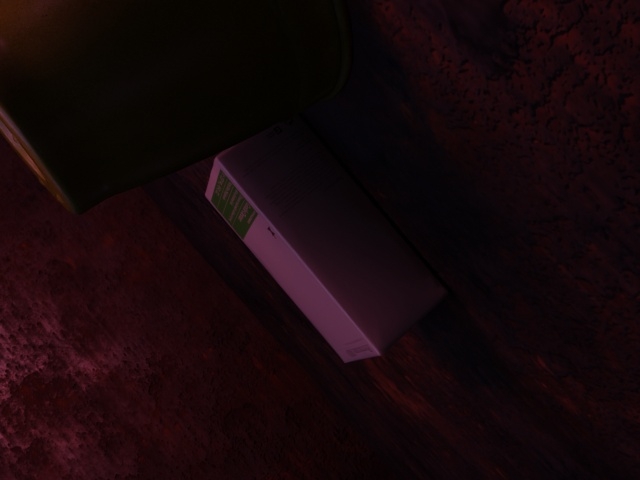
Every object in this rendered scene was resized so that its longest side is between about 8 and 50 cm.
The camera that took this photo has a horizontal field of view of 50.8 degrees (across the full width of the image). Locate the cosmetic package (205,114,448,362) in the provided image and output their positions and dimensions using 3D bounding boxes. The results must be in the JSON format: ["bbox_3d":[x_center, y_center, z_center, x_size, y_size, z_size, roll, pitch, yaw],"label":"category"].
[{"bbox_3d":[0.000,0.000,1.044,0.366,0.155,0.197,50,160,3],"label":"cosmetic package"}]

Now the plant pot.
[{"bbox_3d":[-0.214,-0.222,0.781,0.366,0.353,0.366,44,162,18],"label":"plant pot"}]
